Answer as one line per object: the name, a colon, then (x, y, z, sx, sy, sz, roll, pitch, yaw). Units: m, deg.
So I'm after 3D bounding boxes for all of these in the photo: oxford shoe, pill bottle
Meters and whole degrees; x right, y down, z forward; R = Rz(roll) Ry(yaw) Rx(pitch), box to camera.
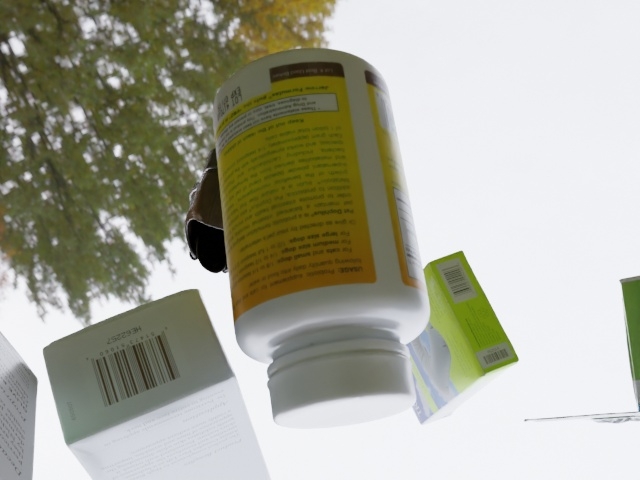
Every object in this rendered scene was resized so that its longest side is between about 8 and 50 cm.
oxford shoe: (-0.106, -0.010, 0.874, 0.082, 0.227, 0.096, 18, -107, 0)
pill bottle: (0.000, 0.000, 0.532, 0.117, 0.117, 0.215, -10, -112, 4)

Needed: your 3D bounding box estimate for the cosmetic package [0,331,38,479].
cosmetic package: (-0.235, 0.118, 0.336, 0.197, 0.155, 0.365, -34, -160, -6)

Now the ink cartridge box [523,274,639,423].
ink cartridge box: (0.262, 0.051, 0.500, 0.188, 0.255, 0.097, -16, -108, 45)

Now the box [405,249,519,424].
box: (0.106, 0.096, 0.790, 0.042, 0.178, 0.109, -17, -111, -22)

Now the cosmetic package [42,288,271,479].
cosmetic package: (-0.109, 0.147, 0.649, 0.117, 0.231, 0.085, -20, -126, -11)
